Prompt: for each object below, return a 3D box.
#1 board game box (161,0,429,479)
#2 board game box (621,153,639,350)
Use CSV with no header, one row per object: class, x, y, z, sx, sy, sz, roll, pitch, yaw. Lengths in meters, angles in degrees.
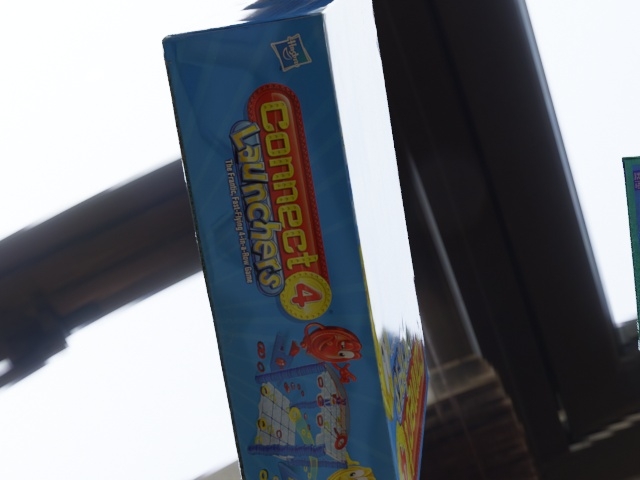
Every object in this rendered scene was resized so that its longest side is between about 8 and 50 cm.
board game box,0.000,0.000,0.887,0.086,0.302,0.308,-8,-167,8
board game box,0.351,0.002,1.121,0.210,0.160,0.047,-4,-176,22
